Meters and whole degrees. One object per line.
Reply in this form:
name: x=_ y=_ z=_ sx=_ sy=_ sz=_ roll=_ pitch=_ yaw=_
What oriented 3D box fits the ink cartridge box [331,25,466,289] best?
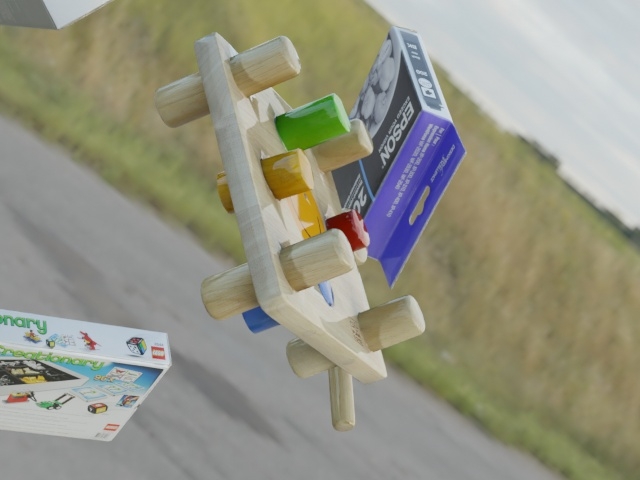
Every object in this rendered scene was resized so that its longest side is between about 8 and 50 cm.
ink cartridge box: x=0.077 y=-0.090 z=1.936 sx=0.045 sy=0.206 sz=0.208 roll=9 pitch=40 yaw=-23

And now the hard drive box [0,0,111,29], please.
hard drive box: x=-0.259 y=-0.302 z=1.869 sx=0.232 sy=0.181 sz=0.089 roll=15 pitch=-45 yaw=60

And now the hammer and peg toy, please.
hammer and peg toy: x=0.000 y=0.000 z=1.557 sx=0.361 sy=0.127 sz=0.266 roll=43 pitch=29 yaw=-61

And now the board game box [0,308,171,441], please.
board game box: x=-0.357 y=0.160 z=2.127 sx=0.305 sy=0.193 sz=0.053 roll=11 pitch=50 yaw=-27
